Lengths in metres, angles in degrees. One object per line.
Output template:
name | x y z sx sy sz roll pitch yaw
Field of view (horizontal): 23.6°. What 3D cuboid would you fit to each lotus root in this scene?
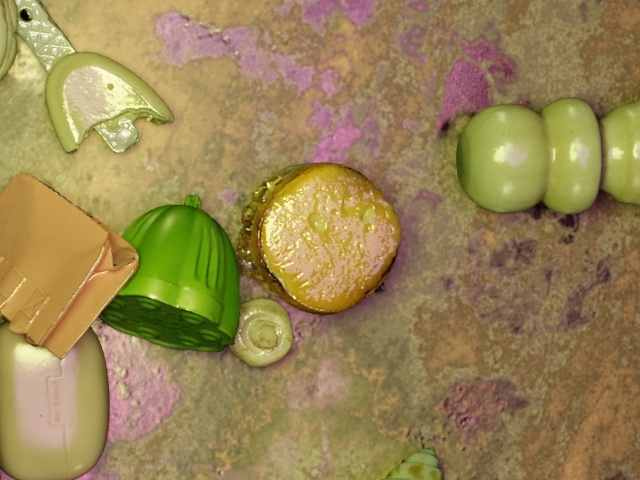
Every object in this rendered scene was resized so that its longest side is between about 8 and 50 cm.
lotus root | -0.167 0.022 1.768 0.186 0.186 0.186 0 92 -12

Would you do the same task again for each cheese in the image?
cheese | -0.288 -0.197 1.780 0.127 0.050 0.235 -37 91 -8

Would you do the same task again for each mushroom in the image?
mushroom | -0.072 0.110 1.827 0.084 0.067 0.083 -1 93 -20

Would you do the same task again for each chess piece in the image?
chess piece | 0.331 -0.105 1.867 0.330 0.182 0.182 -2 92 -7

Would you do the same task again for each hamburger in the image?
hamburger | -0.009 -0.002 1.813 0.191 0.118 0.181 -21 93 -14

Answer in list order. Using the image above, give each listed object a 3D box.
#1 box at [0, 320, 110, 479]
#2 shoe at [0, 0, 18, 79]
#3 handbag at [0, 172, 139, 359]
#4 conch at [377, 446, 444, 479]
box | -0.317 0.181 1.765 0.146 0.088 0.200 -4 93 -13
shoe | -0.454 -0.321 1.661 0.172 0.198 0.351 -22 94 -4
handbag | -0.313 0.028 1.709 0.157 0.212 0.059 -55 137 -5
conch | 0.059 0.423 1.805 0.368 0.197 0.249 -41 136 -13
